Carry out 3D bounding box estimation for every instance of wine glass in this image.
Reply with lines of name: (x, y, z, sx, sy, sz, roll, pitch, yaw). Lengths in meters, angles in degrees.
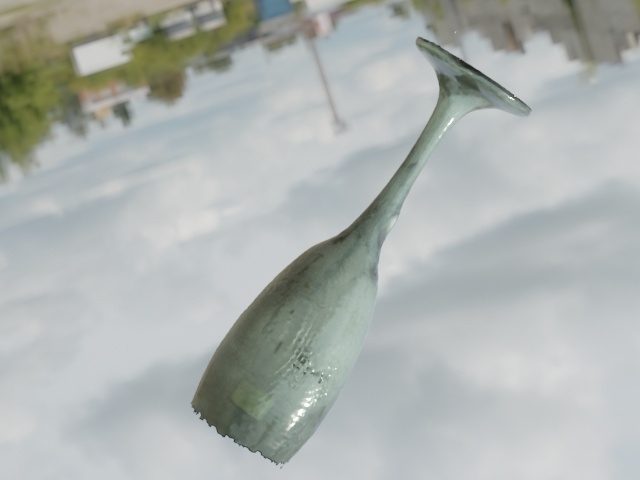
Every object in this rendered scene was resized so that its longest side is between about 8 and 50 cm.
wine glass: (0.000, 0.000, 1.119, 0.309, 0.096, 0.264, -56, 162, 3)
